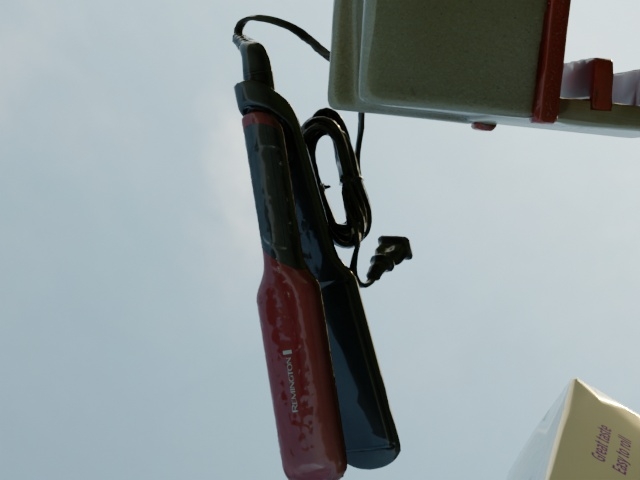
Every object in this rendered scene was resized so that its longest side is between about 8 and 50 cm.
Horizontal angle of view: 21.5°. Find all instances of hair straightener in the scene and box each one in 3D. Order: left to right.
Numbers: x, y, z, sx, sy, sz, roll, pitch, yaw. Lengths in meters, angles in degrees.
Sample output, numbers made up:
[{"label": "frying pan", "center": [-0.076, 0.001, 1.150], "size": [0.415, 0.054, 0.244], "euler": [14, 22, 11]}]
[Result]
[{"label": "hair straightener", "center": [0.000, 0.000, 0.821], "size": [0.089, 0.047, 0.230], "euler": [-6, -101, -47]}]

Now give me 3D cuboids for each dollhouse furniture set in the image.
[{"label": "dollhouse furniture set", "center": [0.082, -0.175, 0.686], "size": [0.135, 0.262, 0.259], "euler": [4, -88, -10]}]

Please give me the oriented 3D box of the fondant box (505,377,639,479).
[{"label": "fondant box", "center": [0.237, 0.229, 0.864], "size": [0.330, 0.096, 0.238], "euler": [29, -158, 4]}]
